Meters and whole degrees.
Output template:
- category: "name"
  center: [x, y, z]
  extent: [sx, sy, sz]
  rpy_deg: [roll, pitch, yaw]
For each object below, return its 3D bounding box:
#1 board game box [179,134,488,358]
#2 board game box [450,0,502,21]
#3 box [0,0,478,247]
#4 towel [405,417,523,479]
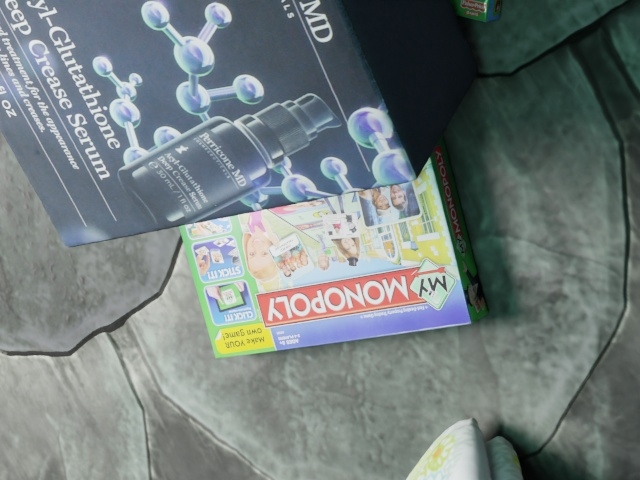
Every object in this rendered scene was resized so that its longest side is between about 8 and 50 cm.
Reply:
- category: "board game box"
  center: [0.000, 0.000, 1.406]
  extent: [0.317, 0.046, 0.213]
  rpy_deg: [-11, 97, 32]
- category: "board game box"
  center: [0.106, -0.324, 1.259]
  extent: [0.160, 0.039, 0.211]
  rpy_deg: [18, 111, 25]
- category: "box"
  center: [-0.104, -0.192, 1.239]
  extent: [0.396, 0.212, 0.293]
  rpy_deg: [-10, 119, 30]
- category: "towel"
  center: [0.092, 0.389, 1.287]
  extent: [0.090, 0.374, 0.320]
  rpy_deg: [23, 118, -12]
